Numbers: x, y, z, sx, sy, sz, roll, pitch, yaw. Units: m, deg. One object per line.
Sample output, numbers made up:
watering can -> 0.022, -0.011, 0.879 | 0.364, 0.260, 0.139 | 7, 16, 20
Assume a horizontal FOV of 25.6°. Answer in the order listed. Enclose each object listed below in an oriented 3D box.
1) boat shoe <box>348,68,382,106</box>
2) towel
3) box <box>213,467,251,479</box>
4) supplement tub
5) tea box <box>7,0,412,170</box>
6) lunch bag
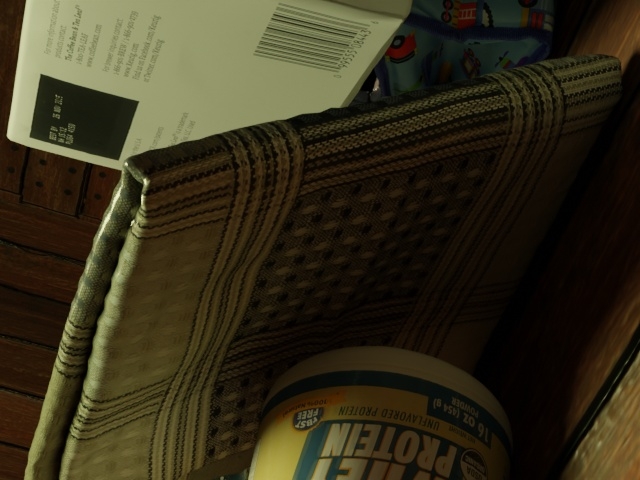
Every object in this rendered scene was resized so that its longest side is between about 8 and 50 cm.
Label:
boat shoe -> 0.046, -0.273, 1.955 | 0.158, 0.127, 0.341 | 122, 156, -47
towel -> -0.002, 0.043, 0.797 | 0.056, 0.312, 0.324 | 55, 142, 26
box -> -0.022, 0.222, 0.982 | 0.044, 0.159, 0.233 | 127, 158, -75
supplement tub -> 0.025, 0.173, 0.742 | 0.144, 0.144, 0.200 | 113, 171, -51
tea box -> -0.066, -0.242, 0.962 | 0.329, 0.220, 0.324 | 132, 149, -67
lunch bag -> 0.106, -0.186, 1.121 | 0.293, 0.138, 0.221 | 95, -175, -68
